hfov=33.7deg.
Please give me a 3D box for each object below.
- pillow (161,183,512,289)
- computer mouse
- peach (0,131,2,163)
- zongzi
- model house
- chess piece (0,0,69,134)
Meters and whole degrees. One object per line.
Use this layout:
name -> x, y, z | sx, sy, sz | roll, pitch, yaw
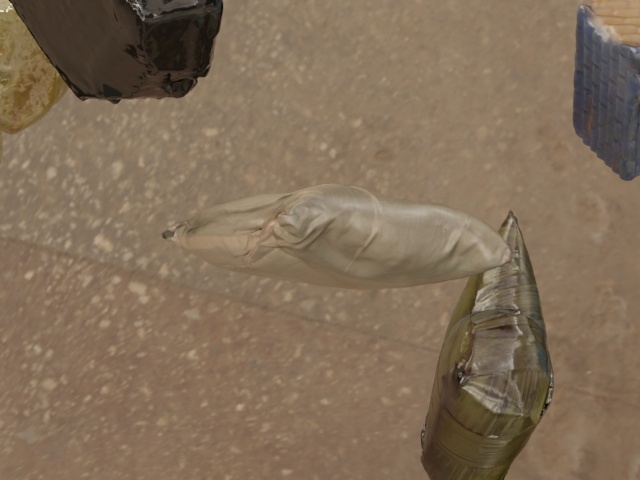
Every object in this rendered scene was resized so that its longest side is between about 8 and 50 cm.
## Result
pillow -> 0.000, 0.000, 0.818 | 0.173, 0.270, 0.067 | 13, 81, -25
computer mouse -> -0.121, -0.159, 0.483 | 0.073, 0.122, 0.217 | -39, 100, -27
peach -> -0.507, -0.116, 1.145 | 0.281, 0.314, 0.315 | 2, 89, 13
zongzi -> 0.214, 0.146, 1.359 | 0.138, 0.286, 0.300 | 10, 53, 0
model house -> 0.305, -0.136, 0.878 | 0.183, 0.166, 0.172 | 5, 44, 17
chess piece -> -0.252, -0.138, 0.774 | 0.137, 0.137, 0.301 | 52, 44, -2
